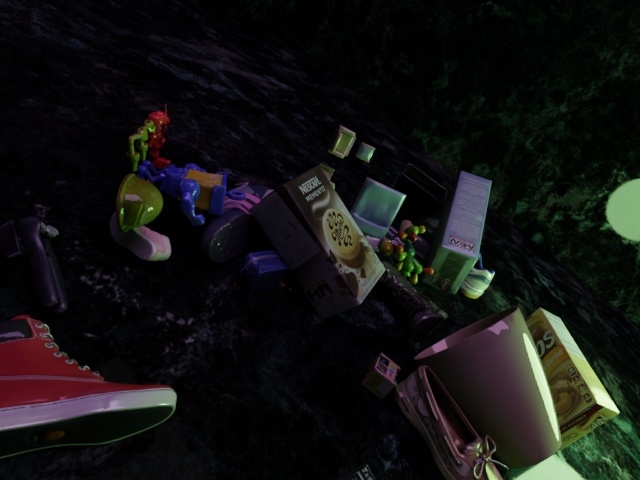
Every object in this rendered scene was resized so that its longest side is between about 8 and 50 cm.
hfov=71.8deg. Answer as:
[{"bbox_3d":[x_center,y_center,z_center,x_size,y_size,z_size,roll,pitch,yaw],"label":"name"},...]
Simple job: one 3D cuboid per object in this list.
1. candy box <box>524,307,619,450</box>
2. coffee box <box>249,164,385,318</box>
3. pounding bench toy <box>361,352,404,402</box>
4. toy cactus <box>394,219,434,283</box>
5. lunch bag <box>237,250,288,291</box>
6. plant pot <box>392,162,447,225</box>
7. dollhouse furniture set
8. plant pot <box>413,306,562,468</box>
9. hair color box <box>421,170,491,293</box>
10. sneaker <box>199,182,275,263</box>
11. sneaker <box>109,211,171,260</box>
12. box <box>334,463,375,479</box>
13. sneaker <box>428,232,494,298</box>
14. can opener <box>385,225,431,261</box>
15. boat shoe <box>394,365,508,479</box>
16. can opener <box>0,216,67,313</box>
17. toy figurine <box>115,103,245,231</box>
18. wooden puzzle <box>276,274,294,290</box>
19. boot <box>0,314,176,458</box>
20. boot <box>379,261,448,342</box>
[{"bbox_3d":[0.605,0.355,1.170,0.087,0.183,0.316,27,30,-17],"label":"candy box"},{"bbox_3d":[0.000,0.000,0.998,0.297,0.118,0.168,57,36,-6],"label":"coffee box"},{"bbox_3d":[0.137,0.285,0.907,0.083,0.052,0.065,38,28,4],"label":"pounding bench toy"},{"bbox_3d":[0.263,0.012,1.281,0.112,0.219,0.181,-6,47,12],"label":"toy cactus"},{"bbox_3d":[-0.128,0.062,0.940,0.098,0.067,0.065,-5,47,-48],"label":"lunch bag"},{"bbox_3d":[0.351,-0.158,1.685,0.187,0.167,0.188,36,27,2],"label":"plant pot"},{"bbox_3d":[0.124,-0.113,1.211,0.303,0.286,0.198,25,19,-9],"label":"dollhouse furniture set"},{"bbox_3d":[0.381,0.323,0.952,0.256,0.256,0.274,-10,69,-53],"label":"plant pot"},{"bbox_3d":[0.444,-0.034,1.430,0.113,0.185,0.374,21,50,9],"label":"hair color box"},{"bbox_3d":[-0.209,-0.050,1.011,0.131,0.112,0.319,18,26,11],"label":"sneaker"},{"bbox_3d":[-0.337,-0.004,0.839,0.134,0.051,0.070,36,8,23],"label":"sneaker"},{"bbox_3d":[0.044,0.418,0.579,0.147,0.078,0.180,1,43,-47],"label":"box"},{"bbox_3d":[0.498,0.060,1.556,0.111,0.131,0.296,9,37,-37],"label":"sneaker"},{"bbox_3d":[0.238,-0.037,1.453,0.283,0.095,0.076,42,28,11],"label":"can opener"},{"bbox_3d":[0.261,0.380,0.856,0.104,0.089,0.285,-8,51,-52],"label":"boat shoe"},{"bbox_3d":[-0.429,0.035,0.682,0.186,0.073,0.059,52,-7,22],"label":"can opener"},{"bbox_3d":[-0.247,-0.126,0.876,0.217,0.191,0.362,16,18,-17],"label":"toy figurine"},{"bbox_3d":[-0.092,0.086,1.007,0.049,0.006,0.083,-6,49,-51],"label":"wooden puzzle"},{"bbox_3d":[-0.315,0.166,0.567,0.244,0.088,0.176,8,37,-35],"label":"boot"},{"bbox_3d":[0.213,0.145,1.156,0.229,0.091,0.263,47,13,21],"label":"boot"}]
